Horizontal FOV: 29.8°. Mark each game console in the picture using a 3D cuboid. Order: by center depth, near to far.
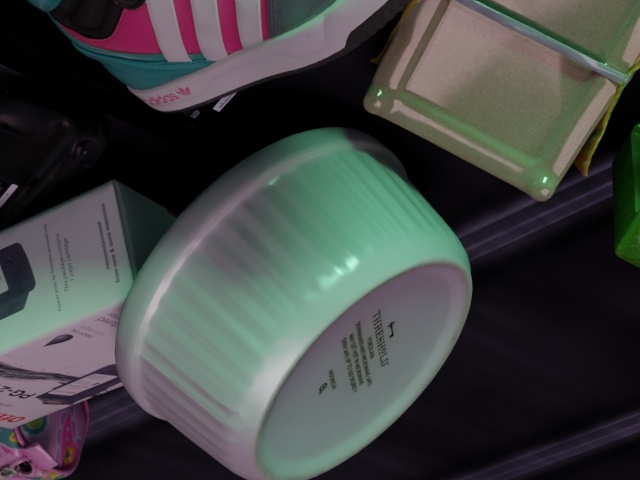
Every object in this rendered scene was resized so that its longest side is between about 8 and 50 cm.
[{"bbox_3d":[-0.211,-0.091,0.861,0.213,0.044,0.361,25,132,-29],"label":"game console"}]

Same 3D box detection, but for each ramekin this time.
[{"bbox_3d":[-0.007,0.060,0.890,0.273,0.127,0.273,-32,147,-24],"label":"ramekin"}]

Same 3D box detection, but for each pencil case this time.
[{"bbox_3d":[-0.358,0.203,1.147,0.284,0.124,0.124,-20,138,21],"label":"pencil case"}]

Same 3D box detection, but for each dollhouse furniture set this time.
[{"bbox_3d":[0.203,-0.125,0.835,0.301,0.151,0.198,28,123,-1],"label":"dollhouse furniture set"}]

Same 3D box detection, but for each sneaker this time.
[{"bbox_3d":[-0.069,-0.175,0.623,0.178,0.124,0.295,33,148,-32],"label":"sneaker"}]

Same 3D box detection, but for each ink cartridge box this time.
[{"bbox_3d":[-0.209,0.060,0.957,0.237,0.100,0.172,-22,157,17],"label":"ink cartridge box"}]
